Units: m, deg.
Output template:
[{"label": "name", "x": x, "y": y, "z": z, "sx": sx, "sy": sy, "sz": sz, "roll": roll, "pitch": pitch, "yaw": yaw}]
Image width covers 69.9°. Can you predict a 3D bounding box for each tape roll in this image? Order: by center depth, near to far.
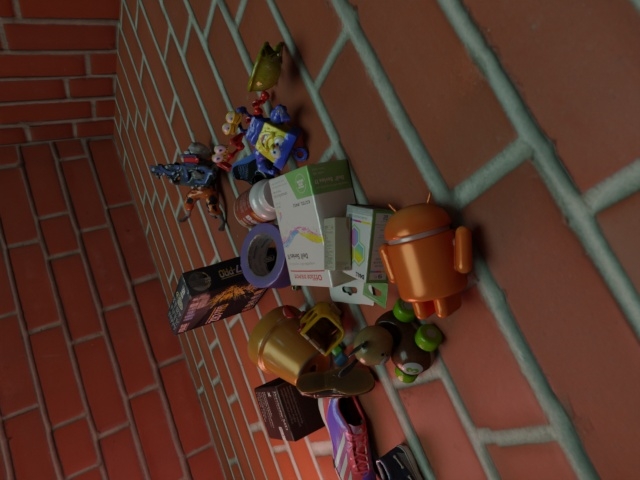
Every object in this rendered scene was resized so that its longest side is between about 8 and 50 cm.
[{"label": "tape roll", "x": -0.145, "y": 0.047, "z": 1.351, "sx": 0.188, "sy": 0.080, "sz": 0.189, "roll": -6, "pitch": 81, "yaw": 39}]

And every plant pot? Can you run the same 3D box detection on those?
[{"label": "plant pot", "x": -0.074, "y": 0.319, "z": 1.313, "sx": 0.188, "sy": 0.205, "sz": 0.205, "roll": 30, "pitch": 127, "yaw": 43}]

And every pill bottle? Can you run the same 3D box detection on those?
[{"label": "pill bottle", "x": -0.168, "y": -0.111, "z": 1.352, "sx": 0.216, "sy": 0.121, "sz": 0.121, "roll": -19, "pitch": 86, "yaw": 60}]

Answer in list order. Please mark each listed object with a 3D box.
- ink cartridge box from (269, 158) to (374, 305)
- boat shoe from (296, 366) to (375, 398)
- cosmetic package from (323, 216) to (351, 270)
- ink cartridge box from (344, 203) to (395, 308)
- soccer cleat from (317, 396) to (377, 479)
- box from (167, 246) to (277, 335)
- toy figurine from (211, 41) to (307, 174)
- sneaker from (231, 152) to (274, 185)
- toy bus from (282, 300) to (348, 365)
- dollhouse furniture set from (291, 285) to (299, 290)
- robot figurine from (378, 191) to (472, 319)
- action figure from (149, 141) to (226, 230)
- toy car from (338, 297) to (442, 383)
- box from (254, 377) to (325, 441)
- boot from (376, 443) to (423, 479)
[{"label": "ink cartridge box", "x": 0.000, "y": 0.000, "z": 1.128, "sx": 0.207, "sy": 0.119, "sz": 0.354, "roll": -8, "pitch": 96, "yaw": 58}, {"label": "boat shoe", "x": 0.042, "y": 0.374, "z": 1.193, "sx": 0.073, "sy": 0.206, "sz": 0.073, "roll": 65, "pitch": -154, "yaw": -52}, {"label": "cosmetic package", "x": 0.036, "y": 0.008, "z": 0.995, "sx": 0.060, "sy": 0.041, "sz": 0.115, "roll": 179, "pitch": 91, "yaw": -66}, {"label": "ink cartridge box", "x": 0.099, "y": 0.031, "z": 0.982, "sx": 0.109, "sy": 0.062, "sz": 0.210, "roll": -157, "pitch": 70, "yaw": -64}, {"label": "soccer cleat", "x": 0.088, "y": 0.545, "z": 1.237, "sx": 0.116, "sy": 0.108, "sz": 0.319, "roll": -35, "pitch": 70, "yaw": 53}, {"label": "box", "x": -0.336, "y": 0.179, "z": 1.559, "sx": 0.097, "sy": 0.318, "sz": 0.395, "roll": 65, "pitch": 147, "yaw": 17}, {"label": "toy figurine", "x": -0.109, "y": -0.304, "z": 1.207, "sx": 0.217, "sy": 0.191, "sz": 0.363, "roll": 33, "pitch": 122, "yaw": 3}, {"label": "sneaker", "x": -0.213, "y": -0.208, "z": 1.425, "sx": 0.232, "sy": 0.081, "sz": 0.091, "roll": -13, "pitch": 84, "yaw": 58}, {"label": "toy bus", "x": 0.009, "y": 0.216, "z": 1.219, "sx": 0.104, "sy": 0.191, "sz": 0.202, "roll": -45, "pitch": 54, "yaw": 6}, {"label": "dollhouse furniture set", "x": -0.097, "y": 0.091, "z": 1.434, "sx": 0.081, "sy": 0.090, "sz": 0.115, "roll": 0, "pitch": -78, "yaw": -82}, {"label": "robot figurine", "x": 0.190, "y": 0.028, "z": 0.827, "sx": 0.158, "sy": 0.128, "sz": 0.220, "roll": 166, "pitch": 88, "yaw": -80}, {"label": "action figure", "x": -0.494, "y": -0.227, "z": 1.793, "sx": 0.341, "sy": 0.178, "sz": 0.331, "roll": 17, "pitch": 115, "yaw": 27}, {"label": "toy car", "x": 0.128, "y": 0.230, "z": 0.951, "sx": 0.149, "sy": 0.188, "sz": 0.155, "roll": 53, "pitch": 143, "yaw": 33}, {"label": "box", "x": -0.078, "y": 0.504, "z": 1.422, "sx": 0.203, "sy": 0.166, "sz": 0.169, "roll": -35, "pitch": 73, "yaw": 57}, {"label": "boot", "x": 0.203, "y": 0.591, "z": 1.081, "sx": 0.190, "sy": 0.086, "sz": 0.069, "roll": 63, "pitch": 147, "yaw": 20}]
